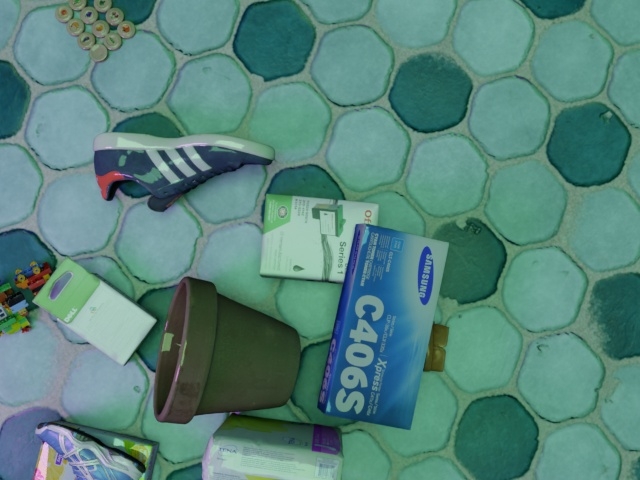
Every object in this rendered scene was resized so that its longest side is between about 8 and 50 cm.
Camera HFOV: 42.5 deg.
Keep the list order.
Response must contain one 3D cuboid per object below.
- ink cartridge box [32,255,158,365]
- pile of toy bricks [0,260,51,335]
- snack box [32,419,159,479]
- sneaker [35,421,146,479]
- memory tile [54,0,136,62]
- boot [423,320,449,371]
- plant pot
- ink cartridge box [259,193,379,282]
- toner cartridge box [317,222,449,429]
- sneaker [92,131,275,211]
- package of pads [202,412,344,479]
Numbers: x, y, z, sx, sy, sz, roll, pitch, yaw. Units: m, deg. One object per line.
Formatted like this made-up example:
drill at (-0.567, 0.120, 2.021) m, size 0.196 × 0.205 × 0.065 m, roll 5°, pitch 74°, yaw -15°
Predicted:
ink cartridge box at (-0.424, 0.133, 1.564) m, size 0.209 × 0.062 × 0.109 m, roll 37°, pitch 84°, yaw -6°
pile of toy bricks at (-0.594, 0.137, 1.568) m, size 0.212 × 0.118 × 0.105 m, roll -29°, pitch 124°, yaw -14°
snack box at (-0.425, 0.443, 1.539) m, size 0.207 × 0.070 × 0.174 m, roll 11°, pitch 83°, yaw 2°
sneaker at (-0.422, 0.391, 1.471) m, size 0.211 × 0.080 × 0.081 m, roll 26°, pitch 77°, yaw 7°
memory tile at (-0.456, -0.442, 1.664) m, size 0.113 × 0.012 × 0.148 m, roll -41°, pitch 86°, yaw -4°
boot at (0.159, 0.234, 1.571) m, size 0.152 × 0.073 × 0.197 m, roll 15°, pitch 87°, yaw -3°
plant pot at (-0.164, 0.213, 1.496) m, size 0.229 × 0.263 × 0.263 m, roll 13°, pitch 84°, yaw -16°
ink cartridge box at (0.000, 0.000, 1.581) m, size 0.219 × 0.092 × 0.160 m, roll 4°, pitch 85°, yaw 0°
toner cartridge box at (0.113, 0.155, 1.495) m, size 0.165 × 0.075 × 0.348 m, roll 12°, pitch 87°, yaw -13°
sneaker at (-0.261, -0.128, 1.584) m, size 0.350 × 0.131 × 0.148 m, roll 1°, pitch 90°, yaw 5°
package of pads at (-0.078, 0.376, 1.438) m, size 0.229 × 0.296 × 0.101 m, roll 8°, pitch 86°, yaw 0°
